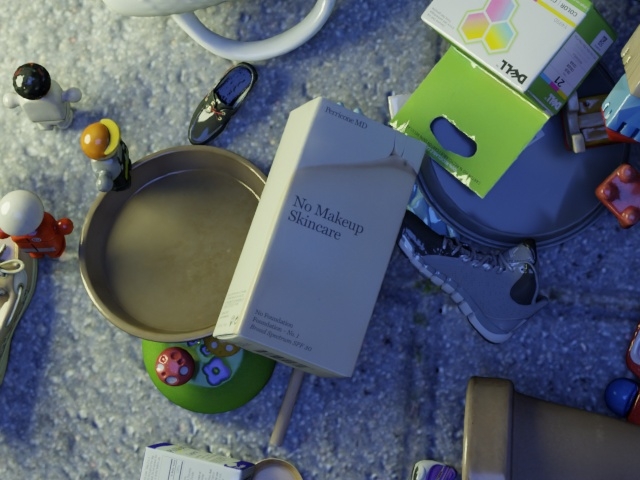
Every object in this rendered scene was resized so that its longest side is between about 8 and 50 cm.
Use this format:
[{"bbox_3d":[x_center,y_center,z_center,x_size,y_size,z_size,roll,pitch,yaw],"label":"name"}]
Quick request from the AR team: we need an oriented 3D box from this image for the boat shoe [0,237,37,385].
[{"bbox_3d":[-0.447,0.089,1.889,0.105,0.089,0.285,10,92,5],"label":"boat shoe"}]

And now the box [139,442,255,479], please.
[{"bbox_3d":[-0.169,0.342,1.872,0.137,0.072,0.126,12,92,12],"label":"box"}]

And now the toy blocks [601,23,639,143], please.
[{"bbox_3d":[0.470,-0.142,1.597,0.381,0.190,0.261,23,124,-13],"label":"toy blocks"}]

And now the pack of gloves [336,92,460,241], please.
[{"bbox_3d":[0.080,-0.073,1.871,0.195,0.046,0.232,-5,91,-9],"label":"pack of gloves"}]

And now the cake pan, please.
[{"bbox_3d":[0.259,-0.132,1.827,0.293,0.054,0.293,0,91,1],"label":"cake pan"}]

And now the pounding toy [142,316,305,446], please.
[{"bbox_3d":[-0.127,0.153,1.853,0.237,0.110,0.183,25,94,4],"label":"pounding toy"}]

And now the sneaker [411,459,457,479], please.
[{"bbox_3d":[0.148,0.374,1.857,0.071,0.068,0.169,7,91,-1],"label":"sneaker"}]

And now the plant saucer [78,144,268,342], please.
[{"bbox_3d":[-0.175,0.007,1.841,0.278,0.041,0.277,-4,65,9],"label":"plant saucer"}]

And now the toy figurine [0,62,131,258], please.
[{"bbox_3d":[-0.364,-0.106,1.814,0.209,0.148,0.213,-43,70,-9],"label":"toy figurine"}]

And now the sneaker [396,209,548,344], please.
[{"bbox_3d":[0.203,0.018,1.804,0.132,0.086,0.229,-37,110,24],"label":"sneaker"}]

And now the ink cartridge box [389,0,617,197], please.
[{"bbox_3d":[0.201,-0.209,1.718,0.189,0.097,0.255,42,97,33],"label":"ink cartridge box"}]

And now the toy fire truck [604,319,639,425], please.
[{"bbox_3d":[0.499,0.185,1.789,0.254,0.169,0.302,25,95,30],"label":"toy fire truck"}]

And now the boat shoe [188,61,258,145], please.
[{"bbox_3d":[-0.133,-0.180,1.880,0.049,0.042,0.133,39,96,1],"label":"boat shoe"}]

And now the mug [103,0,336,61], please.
[{"bbox_3d":[-0.124,-0.392,1.782,0.328,0.276,0.374,-26,119,11],"label":"mug"}]

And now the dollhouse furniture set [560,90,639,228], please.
[{"bbox_3d":[0.496,-0.109,1.768,0.374,0.152,0.201,-8,91,5],"label":"dollhouse furniture set"}]

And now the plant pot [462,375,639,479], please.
[{"bbox_3d":[0.291,0.298,1.738,0.229,0.263,0.263,0,91,8],"label":"plant pot"}]

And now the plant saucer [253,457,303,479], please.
[{"bbox_3d":[-0.062,0.331,1.898,0.083,0.015,0.083,0,91,6],"label":"plant saucer"}]

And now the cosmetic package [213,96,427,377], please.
[{"bbox_3d":[0.000,0.000,1.748,0.160,0.113,0.309,21,78,-17],"label":"cosmetic package"}]
